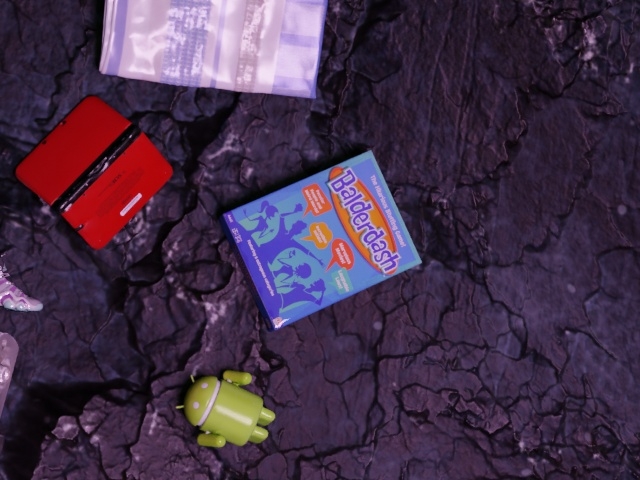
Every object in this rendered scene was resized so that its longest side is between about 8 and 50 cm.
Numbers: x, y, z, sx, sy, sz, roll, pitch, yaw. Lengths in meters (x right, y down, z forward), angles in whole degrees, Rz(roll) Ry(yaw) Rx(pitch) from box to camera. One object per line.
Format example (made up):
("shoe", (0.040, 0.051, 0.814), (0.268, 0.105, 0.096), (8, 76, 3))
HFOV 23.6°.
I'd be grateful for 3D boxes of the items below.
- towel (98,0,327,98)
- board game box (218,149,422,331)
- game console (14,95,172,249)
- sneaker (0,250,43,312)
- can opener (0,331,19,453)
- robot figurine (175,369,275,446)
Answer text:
("towel", (-0.130, -0.291, 1.910), (0.285, 0.034, 0.209), (6, 103, -12))
("board game box", (0.000, 0.000, 1.928), (0.210, 0.047, 0.160), (-25, 89, -15))
("game console", (-0.279, -0.084, 1.895), (0.144, 0.085, 0.124), (-47, 126, -12))
("sneaker", (-0.378, 0.048, 1.846), (0.098, 0.038, 0.069), (12, 82, -11))
("can opener", (-0.428, 0.238, 1.809), (0.095, 0.076, 0.283), (11, 80, 22))
("robot figurine", (-0.116, 0.207, 1.869), (0.115, 0.067, 0.101), (26, 69, -8))
